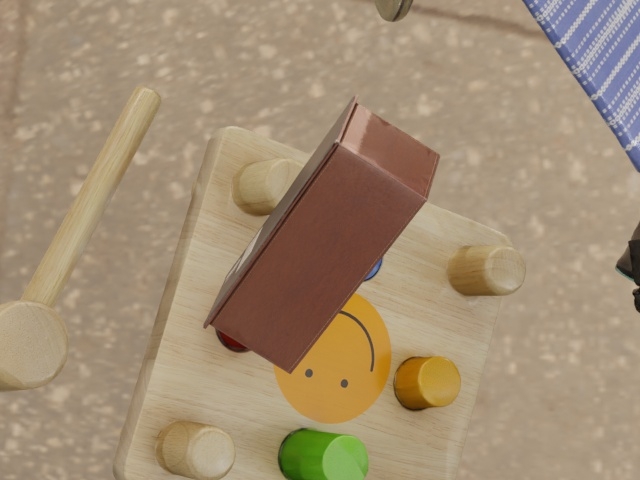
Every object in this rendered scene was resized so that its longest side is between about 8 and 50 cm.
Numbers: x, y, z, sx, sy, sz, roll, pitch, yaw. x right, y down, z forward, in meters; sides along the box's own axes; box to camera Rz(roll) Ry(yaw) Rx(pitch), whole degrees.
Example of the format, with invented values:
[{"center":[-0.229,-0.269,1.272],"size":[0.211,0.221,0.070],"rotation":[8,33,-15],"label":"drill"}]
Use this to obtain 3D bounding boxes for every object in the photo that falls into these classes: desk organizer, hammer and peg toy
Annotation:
[{"center":[0.000,0.000,0.755],"size":[0.050,0.130,0.047],"rotation":[32,34,-7],"label":"desk organizer"},{"center":[-0.039,0.055,1.076],"size":[0.361,0.127,0.265],"rotation":[22,78,-26],"label":"hammer and peg toy"}]

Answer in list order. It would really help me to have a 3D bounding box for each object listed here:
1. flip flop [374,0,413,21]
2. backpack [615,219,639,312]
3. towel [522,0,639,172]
[{"center":[0.026,-0.333,1.506],"size":[0.080,0.112,0.277],"rotation":[-23,128,-4],"label":"flip flop"},{"center":[0.288,-0.002,0.909],"size":[0.188,0.166,0.144],"rotation":[-1,118,-49],"label":"backpack"},{"center":[0.318,-0.265,1.714],"size":[0.336,0.040,0.243],"rotation":[51,58,-22],"label":"towel"}]
